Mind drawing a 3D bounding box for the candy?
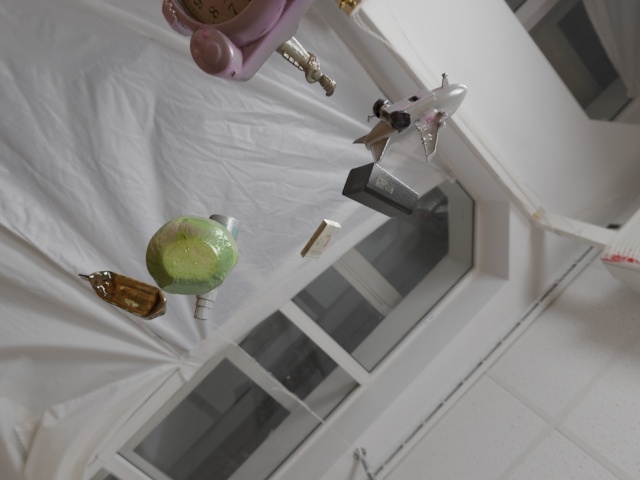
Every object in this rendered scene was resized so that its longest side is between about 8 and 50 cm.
[{"bbox_3d":[-0.586,0.153,1.337,0.143,0.271,0.101,-34,-147,65],"label":"candy"}]

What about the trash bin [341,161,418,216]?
[{"bbox_3d":[0.221,-0.174,1.654,0.165,0.225,0.115,-4,-118,62],"label":"trash bin"}]

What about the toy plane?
[{"bbox_3d":[0.190,-0.255,0.923,0.255,0.101,0.251,-34,-141,0],"label":"toy plane"}]

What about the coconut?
[{"bbox_3d":[-0.319,0.037,1.116,0.236,0.204,0.236,-41,-170,9],"label":"coconut"}]

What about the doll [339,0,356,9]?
[{"bbox_3d":[0.092,-0.933,1.634,0.102,0.179,0.089,-8,173,-10],"label":"doll"}]

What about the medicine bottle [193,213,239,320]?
[{"bbox_3d":[-0.362,0.091,1.516,0.110,0.110,0.352,-22,-126,59],"label":"medicine bottle"}]

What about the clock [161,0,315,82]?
[{"bbox_3d":[-0.165,-0.479,0.783,0.295,0.322,0.113,-41,172,24],"label":"clock"}]

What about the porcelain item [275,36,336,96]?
[{"bbox_3d":[-0.033,-0.510,1.325,0.054,0.213,0.084,-13,-132,52],"label":"porcelain item"}]

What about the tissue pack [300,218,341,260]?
[{"bbox_3d":[0.000,0.000,1.075,0.108,0.056,0.023,-53,-127,20],"label":"tissue pack"}]
